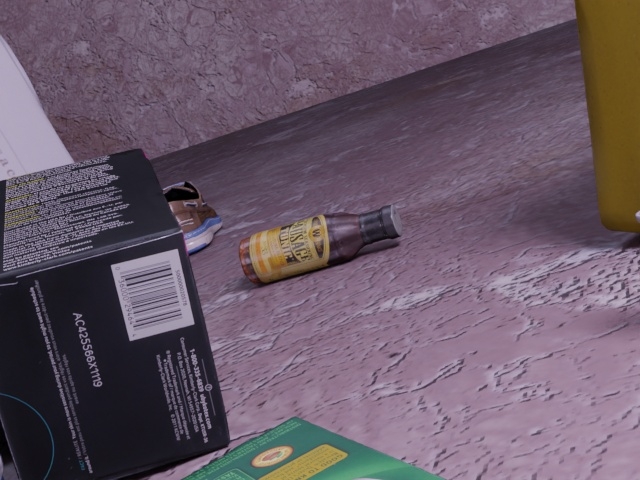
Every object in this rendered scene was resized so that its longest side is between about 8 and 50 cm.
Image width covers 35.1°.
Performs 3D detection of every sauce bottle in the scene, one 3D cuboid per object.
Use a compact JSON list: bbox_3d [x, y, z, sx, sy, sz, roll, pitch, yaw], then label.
[{"bbox_3d":[0.000,0.000,0.788,0.128,0.042,0.042,-18,11,17],"label":"sauce bottle"}]

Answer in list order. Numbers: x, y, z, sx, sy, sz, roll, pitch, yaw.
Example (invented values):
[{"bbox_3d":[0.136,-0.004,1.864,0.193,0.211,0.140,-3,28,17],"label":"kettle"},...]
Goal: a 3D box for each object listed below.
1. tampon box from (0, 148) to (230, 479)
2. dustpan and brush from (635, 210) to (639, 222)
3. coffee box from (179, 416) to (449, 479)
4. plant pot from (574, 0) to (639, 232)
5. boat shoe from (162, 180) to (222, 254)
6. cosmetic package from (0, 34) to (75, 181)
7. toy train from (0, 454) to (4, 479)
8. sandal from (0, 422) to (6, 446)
[{"bbox_3d":[-0.120,0.035,0.536,0.101,0.120,0.161,-14,22,-11],"label":"tampon box"},{"bbox_3d":[0.220,0.000,0.366,0.211,0.060,0.147,-9,15,43],"label":"dustpan and brush"},{"bbox_3d":[-0.008,0.108,0.293,0.113,0.040,0.184,-25,12,-25],"label":"coffee box"},{"bbox_3d":[0.275,-0.119,0.518,0.212,0.212,0.187,-25,25,-28],"label":"plant pot"},{"bbox_3d":[-0.150,-0.032,1.133,0.066,0.066,0.183,-20,11,-4],"label":"boat shoe"},{"bbox_3d":[-0.455,-0.020,0.781,0.327,0.329,0.394,-29,3,38],"label":"cosmetic package"},{"bbox_3d":[-0.238,0.132,0.482,0.184,0.080,0.105,-21,5,-8],"label":"toy train"},{"bbox_3d":[-0.226,0.119,0.614,0.254,0.054,0.097,-11,18,-4],"label":"sandal"}]
